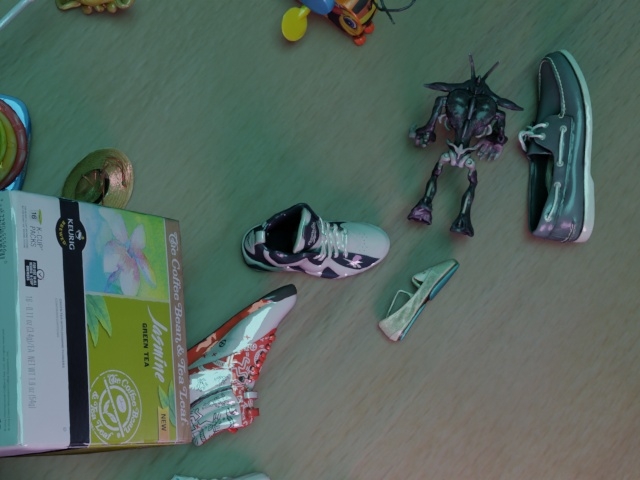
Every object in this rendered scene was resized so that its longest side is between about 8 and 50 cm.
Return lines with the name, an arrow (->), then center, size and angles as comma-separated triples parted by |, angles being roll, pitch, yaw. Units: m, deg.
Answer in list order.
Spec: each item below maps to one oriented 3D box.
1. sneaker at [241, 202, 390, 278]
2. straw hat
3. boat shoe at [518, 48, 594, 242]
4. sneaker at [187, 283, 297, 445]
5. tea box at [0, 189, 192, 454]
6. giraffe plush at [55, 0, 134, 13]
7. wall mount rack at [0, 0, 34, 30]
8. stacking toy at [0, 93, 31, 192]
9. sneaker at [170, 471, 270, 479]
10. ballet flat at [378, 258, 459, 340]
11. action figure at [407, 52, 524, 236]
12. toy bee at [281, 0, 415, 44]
sneaker -> 0.000, 0.000, 1.845 | 0.234, 0.153, 0.094 | 5, 79, -7
straw hat -> -0.359, -0.082, 1.853 | 0.061, 0.144, 0.144 | 22, 72, 36
boat shoe -> 0.375, -0.154, 1.953 | 0.099, 0.116, 0.320 | -2, 84, -13
sneaker -> -0.115, 0.193, 1.823 | 0.270, 0.090, 0.145 | -36, 86, -10
tea box -> -0.366, 0.127, 1.655 | 0.220, 0.323, 0.329 | -12, 78, 33
giraffe plush -> -0.368, -0.449, 1.899 | 0.210, 0.181, 0.171 | 8, 87, -42
wall mount rack -> -0.602, -0.354, 1.806 | 0.350, 0.130, 0.304 | 34, 33, 24
stacking toy -> -0.515, -0.144, 1.718 | 0.165, 0.302, 0.175 | 8, 88, -6
sneaker -> -0.180, 0.377, 1.788 | 0.212, 0.080, 0.094 | -20, 47, -22
ballet flat -> 0.153, 0.083, 1.902 | 0.052, 0.057, 0.168 | 37, 75, 10
action figure -> 0.219, -0.154, 1.920 | 0.164, 0.141, 0.276 | 15, 92, -3
toy bee -> 0.020, -0.383, 1.946 | 0.195, 0.162, 0.298 | -35, 60, -5
